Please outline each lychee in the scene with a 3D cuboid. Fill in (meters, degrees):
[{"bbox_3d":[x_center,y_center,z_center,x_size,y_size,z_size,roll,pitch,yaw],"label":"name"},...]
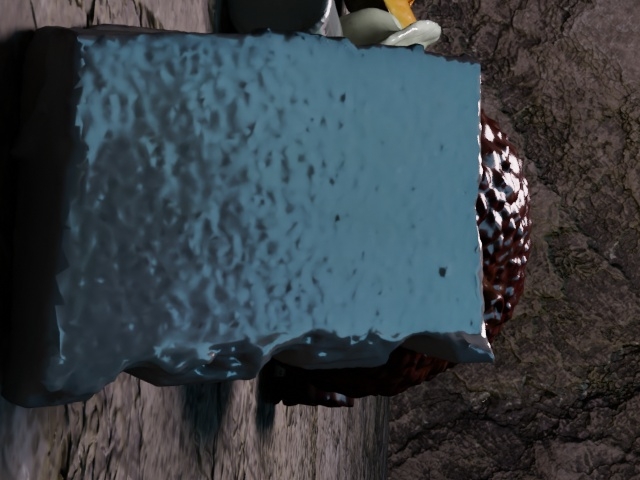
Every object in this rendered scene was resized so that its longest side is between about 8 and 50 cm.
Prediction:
[{"bbox_3d":[0.044,-0.004,0.994,0.260,0.261,0.260,2,90,-84],"label":"lychee"}]

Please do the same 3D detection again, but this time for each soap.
[{"bbox_3d":[-0.089,-0.030,0.649,0.302,0.258,0.158,11,-77,52],"label":"soap"}]

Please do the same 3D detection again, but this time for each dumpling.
[{"bbox_3d":[0.054,-0.217,1.458,0.152,0.108,0.219,-51,-171,-16],"label":"dumpling"}]

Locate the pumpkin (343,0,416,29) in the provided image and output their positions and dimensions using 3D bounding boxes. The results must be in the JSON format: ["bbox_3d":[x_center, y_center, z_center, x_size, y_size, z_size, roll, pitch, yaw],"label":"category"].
[{"bbox_3d":[0.066,-0.388,1.681,0.148,0.169,0.312,-25,-134,55],"label":"pumpkin"}]

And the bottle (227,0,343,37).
[{"bbox_3d":[-0.017,-0.145,1.060,0.286,0.082,0.082,67,26,-75],"label":"bottle"}]

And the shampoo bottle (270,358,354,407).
[{"bbox_3d":[0.000,0.000,1.243,0.129,0.084,0.322,110,-17,-80],"label":"shampoo bottle"}]
